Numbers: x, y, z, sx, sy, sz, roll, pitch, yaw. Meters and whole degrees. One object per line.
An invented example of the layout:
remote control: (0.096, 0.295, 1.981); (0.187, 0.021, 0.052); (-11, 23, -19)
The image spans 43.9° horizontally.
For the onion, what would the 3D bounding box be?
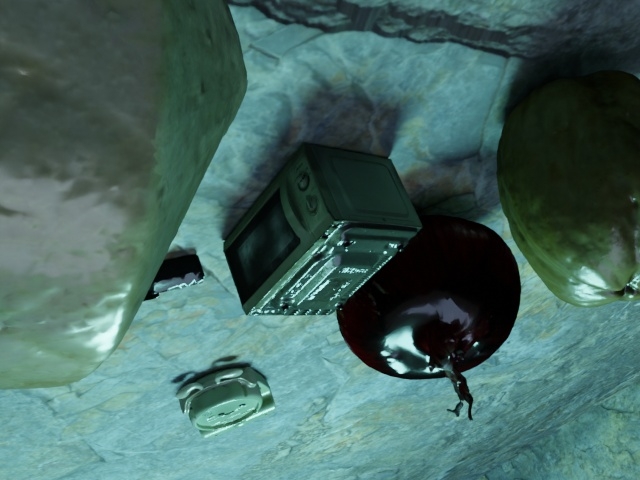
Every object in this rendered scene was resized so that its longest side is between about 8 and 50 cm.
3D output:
onion: (0.159, 0.103, 1.124); (0.273, 0.285, 0.273); (-4, 130, -5)

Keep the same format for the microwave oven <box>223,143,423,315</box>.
microwave oven: (0.000, 0.000, 0.981); (0.163, 0.129, 0.205); (5, 142, -37)

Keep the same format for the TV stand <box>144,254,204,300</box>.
TV stand: (-0.271, 0.062, 0.996); (0.249, 0.036, 0.042); (-12, 148, -18)

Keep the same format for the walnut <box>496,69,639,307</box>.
walnut: (0.332, -0.064, 0.948); (0.228, 0.282, 0.283); (-2, 147, -10)

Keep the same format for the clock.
clock: (-0.171, 0.282, 1.404); (0.152, 0.062, 0.191); (-23, 150, 1)

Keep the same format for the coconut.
coconut: (-0.231, -0.096, 0.447); (0.415, 0.415, 0.344); (0, 120, -33)
